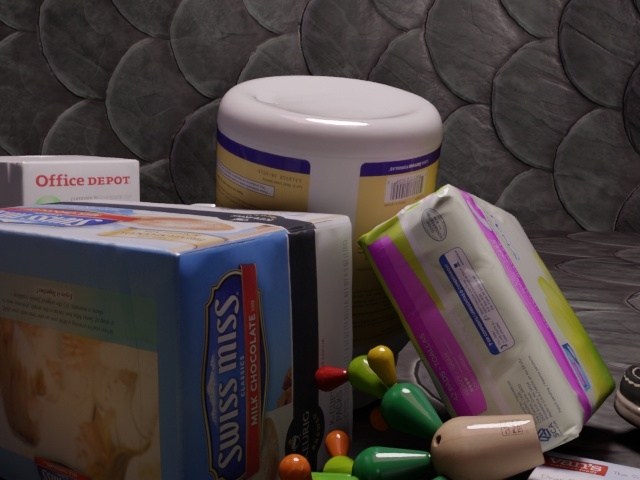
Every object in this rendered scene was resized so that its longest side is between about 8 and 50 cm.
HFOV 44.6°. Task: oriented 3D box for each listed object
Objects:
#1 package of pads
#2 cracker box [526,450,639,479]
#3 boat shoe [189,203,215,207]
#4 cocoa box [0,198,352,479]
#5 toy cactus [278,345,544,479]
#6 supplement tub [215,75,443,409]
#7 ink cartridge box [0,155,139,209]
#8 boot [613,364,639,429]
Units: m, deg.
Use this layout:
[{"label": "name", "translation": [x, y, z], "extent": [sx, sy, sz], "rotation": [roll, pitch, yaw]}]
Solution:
[{"label": "package of pads", "translation": [0.165, 0.072, 0.730], "extent": [0.101, 0.229, 0.297], "rotation": [-33, -17, 19]}, {"label": "cracker box", "translation": [0.185, 0.208, 0.465], "extent": [0.156, 0.067, 0.232], "rotation": [5, 9, 29]}, {"label": "boat shoe", "translation": [-0.106, 0.088, 1.166], "extent": [0.136, 0.156, 0.367], "rotation": [-2, -23, 16]}, {"label": "cocoa box", "translation": [-0.173, 0.089, 0.713], "extent": [0.347, 0.231, 0.228], "rotation": [6, 10, 34]}, {"label": "toy cactus", "translation": [0.060, 0.148, 0.549], "extent": [0.181, 0.112, 0.219], "rotation": [-15, 24, 11]}, {"label": "supplement tub", "translation": [0.000, 0.000, 0.878], "extent": [0.241, 0.331, 0.241], "rotation": [4, 23, -2]}, {"label": "ink cartridge box", "translation": [-0.405, 0.010, 1.166], "extent": [0.197, 0.269, 0.198], "rotation": [7, 10, 39]}, {"label": "boot", "translation": [0.471, 0.072, 0.696], "extent": [0.378, 0.284, 0.138], "rotation": [7, 9, 34]}]
